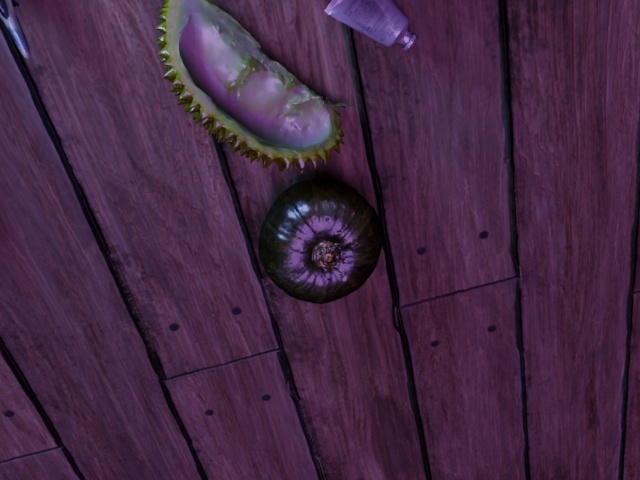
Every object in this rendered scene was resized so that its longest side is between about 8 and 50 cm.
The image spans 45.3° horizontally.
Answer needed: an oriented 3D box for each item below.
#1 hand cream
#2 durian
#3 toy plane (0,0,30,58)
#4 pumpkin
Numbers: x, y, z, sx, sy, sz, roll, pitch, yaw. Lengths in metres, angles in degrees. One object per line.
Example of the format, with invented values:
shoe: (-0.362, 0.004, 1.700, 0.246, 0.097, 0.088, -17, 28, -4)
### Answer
hand cream: (0.087, -0.347, 1.185, 0.142, 0.053, 0.084, 34, 112, -12)
durian: (-0.109, -0.222, 1.166, 0.352, 0.158, 0.169, 33, 100, -24)
toy plane: (-0.443, -0.371, 1.023, 0.192, 0.088, 0.262, -19, 111, 5)
pumpkin: (0.000, 0.000, 1.334, 0.224, 0.157, 0.223, -3, 107, -10)
